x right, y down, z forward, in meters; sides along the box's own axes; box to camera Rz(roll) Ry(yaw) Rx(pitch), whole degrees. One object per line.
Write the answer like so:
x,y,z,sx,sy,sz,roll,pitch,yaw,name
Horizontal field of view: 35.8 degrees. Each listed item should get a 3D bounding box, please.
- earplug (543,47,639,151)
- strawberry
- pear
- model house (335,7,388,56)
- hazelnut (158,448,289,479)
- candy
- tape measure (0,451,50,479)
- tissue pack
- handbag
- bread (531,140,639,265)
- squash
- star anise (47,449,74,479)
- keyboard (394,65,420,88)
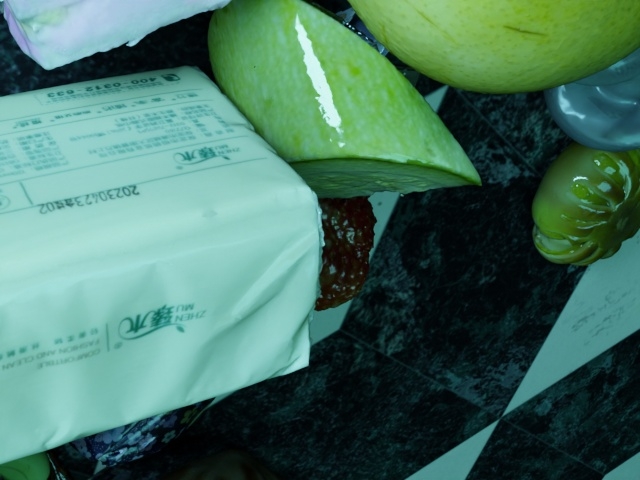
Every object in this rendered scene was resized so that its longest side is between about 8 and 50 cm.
0.318,-0.239,1.129,0.214,0.175,0.326,-40,129,-9,earplug
-0.005,0.005,1.137,0.236,0.107,0.175,22,110,-44,strawberry
0.164,-0.293,0.832,0.348,0.348,0.348,-20,135,-21,pear
0.032,-0.171,0.996,0.088,0.117,0.167,-34,127,-11,model house
-0.121,0.466,1.279,0.359,0.359,0.409,-54,152,15,hazelnut
-0.140,-0.249,0.783,0.265,0.155,0.116,-26,133,-16,candy
-0.381,0.261,1.100,0.154,0.087,0.177,-31,140,-10,tape measure
-0.223,0.011,0.843,0.380,0.297,0.207,-14,129,-24,tissue pack
-0.176,0.146,1.071,0.229,0.127,0.208,-47,178,-4,handbag
0.389,-0.054,1.376,0.213,0.105,0.213,-21,134,-24,bread
0.006,-0.132,0.932,0.204,0.236,0.155,16,72,-54,squash
-0.341,0.354,1.233,0.157,0.053,0.212,-36,140,-7,star anise
0.054,-0.173,1.096,0.129,0.015,0.049,-3,121,-34,keyboard
